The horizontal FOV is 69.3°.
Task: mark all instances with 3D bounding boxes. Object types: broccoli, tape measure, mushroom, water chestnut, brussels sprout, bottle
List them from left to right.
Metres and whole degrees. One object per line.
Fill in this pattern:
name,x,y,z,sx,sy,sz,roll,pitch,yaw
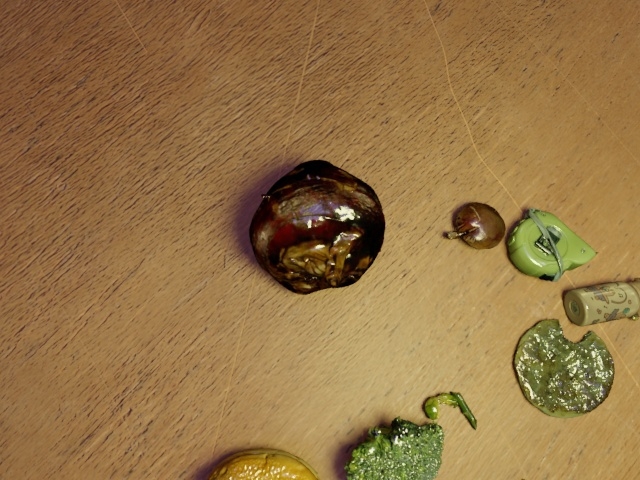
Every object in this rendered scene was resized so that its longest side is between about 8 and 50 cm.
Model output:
water chestnut,0.000,0.000,1.103,0.335,0.335,0.347,-12,45,-4
broccoli,0.177,0.494,1.059,0.176,0.198,0.226,2,41,33
brussels sprout,0.295,0.405,1.144,0.083,0.046,0.051,-27,73,-8
mushroom,0.415,-0.037,1.241,0.170,0.080,0.135,-20,67,-9
tape measure,0.589,0.015,1.216,0.175,0.106,0.200,-37,78,-13
bottle,0.750,0.162,1.187,0.209,0.097,0.110,-9,88,-4

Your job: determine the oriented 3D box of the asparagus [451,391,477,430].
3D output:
asparagus,0.362,0.422,1.152,0.021,0.025,0.108,-33,81,12

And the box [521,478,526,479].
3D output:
box,0.487,0.625,1.097,0.083,0.035,0.079,-37,79,-9

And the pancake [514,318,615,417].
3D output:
pancake,0.613,0.325,1.175,0.253,0.037,0.254,0,76,0

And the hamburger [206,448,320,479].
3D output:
hamburger,-0.132,0.618,1.019,0.314,0.170,0.290,3,73,1
